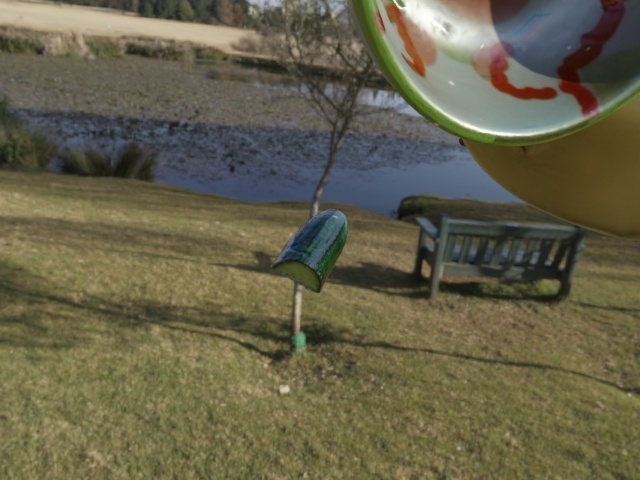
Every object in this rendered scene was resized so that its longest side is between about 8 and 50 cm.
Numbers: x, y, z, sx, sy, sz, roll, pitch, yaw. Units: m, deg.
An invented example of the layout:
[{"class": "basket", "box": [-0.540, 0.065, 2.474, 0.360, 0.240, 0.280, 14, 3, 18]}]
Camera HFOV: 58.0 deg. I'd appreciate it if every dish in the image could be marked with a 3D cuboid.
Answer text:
[{"class": "dish", "box": [0.134, -0.232, 0.366, 0.324, 0.324, 0.124, -4, 32, -26]}]

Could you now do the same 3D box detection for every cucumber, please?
[{"class": "cucumber", "box": [0.000, 0.000, 1.218, 0.115, 0.063, 0.244, 37, 41, -7]}]

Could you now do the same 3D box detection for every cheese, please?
[{"class": "cheese", "box": [0.299, -0.133, 0.730, 0.128, 0.259, 0.316, -36, 41, -20]}]
